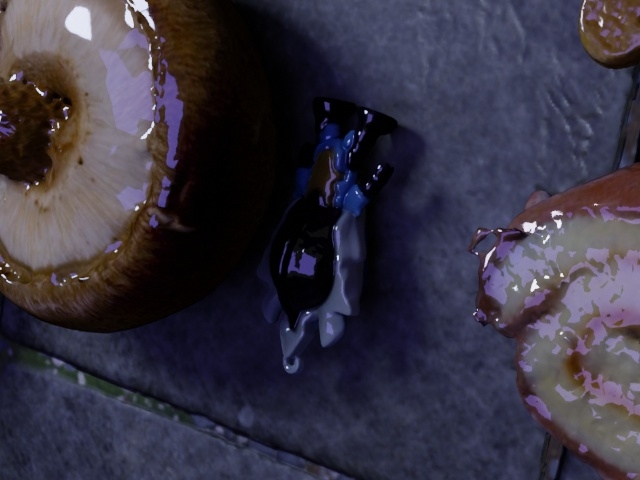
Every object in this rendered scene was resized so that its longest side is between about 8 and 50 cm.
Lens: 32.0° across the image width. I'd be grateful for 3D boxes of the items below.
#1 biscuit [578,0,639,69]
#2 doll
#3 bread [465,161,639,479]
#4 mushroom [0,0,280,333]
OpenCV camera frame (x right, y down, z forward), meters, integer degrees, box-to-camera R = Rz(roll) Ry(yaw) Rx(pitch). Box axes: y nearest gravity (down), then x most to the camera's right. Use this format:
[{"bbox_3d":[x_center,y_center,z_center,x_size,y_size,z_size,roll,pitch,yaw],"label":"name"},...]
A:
[{"bbox_3d":[0.238,-0.156,0.631,0.184,0.035,0.249,-49,67,18],"label":"biscuit"},{"bbox_3d":[0.000,0.000,0.775,0.096,0.070,0.195,20,100,41],"label":"doll"},{"bbox_3d":[0.209,0.046,0.637,0.244,0.123,0.190,29,108,22],"label":"bread"},{"bbox_3d":[-0.158,-0.078,0.800,0.278,0.163,0.297,22,107,15],"label":"mushroom"}]
